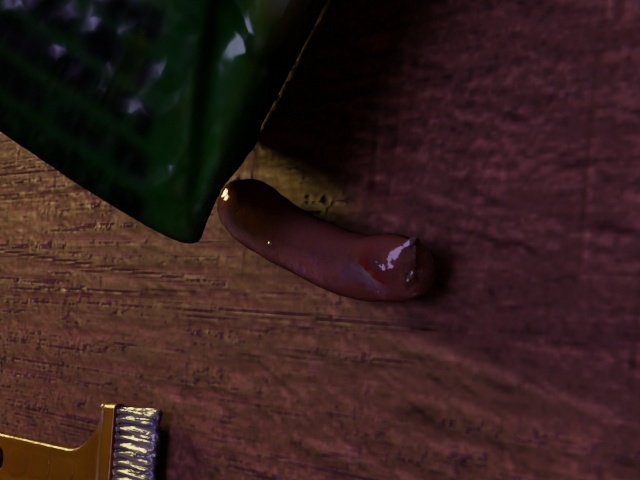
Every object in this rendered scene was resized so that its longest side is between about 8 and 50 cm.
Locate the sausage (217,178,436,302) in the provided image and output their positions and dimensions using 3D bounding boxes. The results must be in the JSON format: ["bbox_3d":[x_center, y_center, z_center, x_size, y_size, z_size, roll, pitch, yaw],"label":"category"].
[{"bbox_3d":[-0.001,0.000,0.709,0.177,0.040,0.047,24,101,50],"label":"sausage"}]

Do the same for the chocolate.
[{"bbox_3d":[-0.125,-0.237,0.707,0.360,0.161,0.341,33,113,9],"label":"chocolate"}]

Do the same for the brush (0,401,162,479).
[{"bbox_3d":[-0.192,0.168,0.931,0.272,0.013,0.103,-5,78,51],"label":"brush"}]
